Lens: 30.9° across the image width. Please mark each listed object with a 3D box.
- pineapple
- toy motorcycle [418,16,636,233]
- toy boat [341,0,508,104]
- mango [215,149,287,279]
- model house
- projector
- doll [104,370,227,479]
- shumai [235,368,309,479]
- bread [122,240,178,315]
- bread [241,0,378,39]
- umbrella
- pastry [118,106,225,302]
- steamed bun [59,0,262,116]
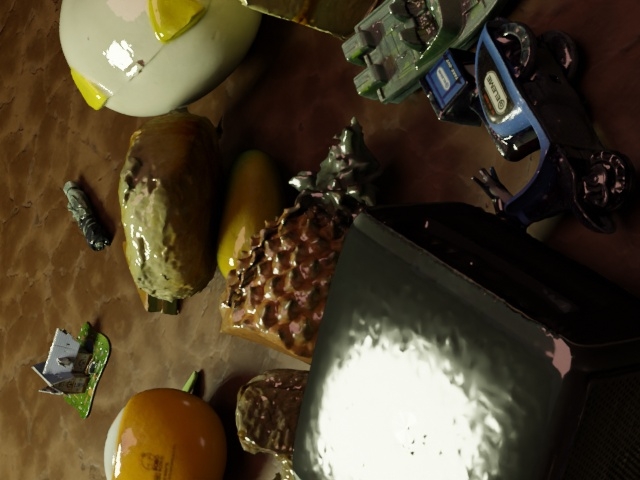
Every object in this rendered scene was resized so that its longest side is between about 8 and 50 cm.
[{"bbox_3d":[0.001,0.001,1.695,0.223,0.223,0.357,14,81,47],"label":"pineapple"},{"bbox_3d":[0.268,-0.129,1.491,0.212,0.125,0.358,-50,48,38],"label":"toy motorcycle"},{"bbox_3d":[0.166,-0.324,1.646,0.319,0.092,0.141,-36,60,35],"label":"toy boat"},{"bbox_3d":[-0.105,-0.038,1.856,0.156,0.114,0.251,102,175,-64],"label":"mango"},{"bbox_3d":[-0.486,0.245,2.221,0.117,0.088,0.167,34,107,45],"label":"model house"},{"bbox_3d":[0.188,0.199,1.380,0.395,0.242,0.405,35,120,45],"label":"projector"},{"bbox_3d":[-0.248,0.338,1.908,0.236,0.214,0.213,-79,9,-79],"label":"doll"},{"bbox_3d":[-0.031,0.292,1.692,0.166,0.206,0.175,-76,0,-47],"label":"shumai"},{"bbox_3d":[-0.305,0.067,2.078,0.084,0.074,0.139,-11,77,44],"label":"bread"},{"bbox_3d":[0.021,-0.435,1.699,0.236,0.263,0.198,-25,68,40],"label":"bread"},{"bbox_3d":[-0.469,-0.048,2.287,0.050,0.046,0.188,-43,51,8],"label":"umbrella"},{"bbox_3d":[-0.231,-0.050,1.887,0.136,0.329,0.329,0,80,7],"label":"pastry"},{"bbox_3d":[-0.267,-0.379,1.947,0.374,0.334,0.333,-37,58,38],"label":"steamed bun"}]
